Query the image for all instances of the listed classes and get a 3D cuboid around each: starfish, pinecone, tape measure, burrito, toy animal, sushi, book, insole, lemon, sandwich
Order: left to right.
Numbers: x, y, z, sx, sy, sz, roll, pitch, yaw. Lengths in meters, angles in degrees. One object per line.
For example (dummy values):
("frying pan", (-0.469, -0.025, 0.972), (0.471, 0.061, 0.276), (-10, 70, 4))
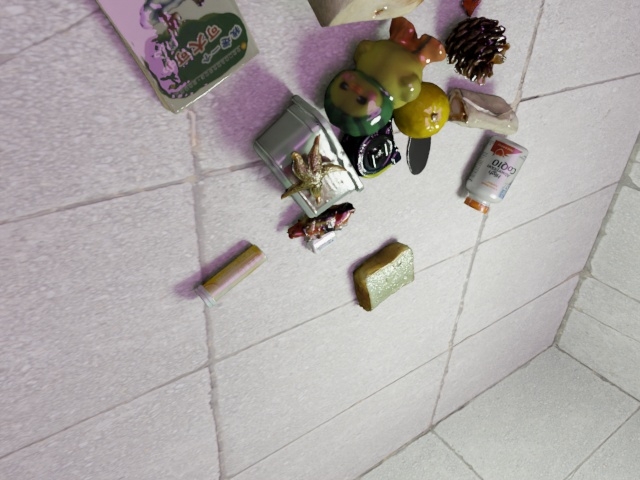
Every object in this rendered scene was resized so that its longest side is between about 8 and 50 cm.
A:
("book", (-0.301, -0.478, 1.011), (0.260, 0.043, 0.370), (-42, 137, -12))
("starfish", (-0.011, -0.170, 1.258), (0.176, 0.053, 0.208), (-20, 144, -23))
("sushi", (0.002, -0.055, 1.532), (0.226, 0.097, 0.103), (-20, 125, -11))
("tape measure", (0.151, -0.272, 1.502), (0.186, 0.112, 0.199), (-37, 135, -13))
("toy animal", (0.160, -0.422, 1.347), (0.338, 0.216, 0.191), (-47, 165, -2))
("sandwich", (0.249, 0.137, 1.888), (0.251, 0.087, 0.226), (-33, 134, -20))
("insole", (0.329, -0.369, 1.666), (0.119, 0.009, 0.348), (-34, 136, -21))
("lemon", (0.296, -0.390, 1.477), (0.170, 0.207, 0.169), (-4, 120, -7))
("pinecone", (0.484, -0.582, 1.509), (0.179, 0.204, 0.184), (15, 123, -42))
("burrito", (0.564, -0.446, 1.732), (0.300, 0.143, 0.105), (-1, 151, -36))

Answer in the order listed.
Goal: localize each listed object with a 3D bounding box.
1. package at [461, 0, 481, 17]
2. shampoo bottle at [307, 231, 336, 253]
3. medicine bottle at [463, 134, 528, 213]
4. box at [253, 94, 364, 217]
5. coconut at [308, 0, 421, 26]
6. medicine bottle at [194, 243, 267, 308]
("package", (0.478, -0.749, 1.518), (0.110, 0.033, 0.077), (-50, 164, 19))
("shampoo bottle", (0.000, 0.000, 1.605), (0.099, 0.043, 0.072), (-34, 134, -18))
("medicine bottle", (0.673, -0.252, 1.939), (0.157, 0.157, 0.288), (12, 109, -45))
("box", (-0.035, -0.210, 1.349), (0.182, 0.175, 0.312), (-40, 138, 0))
("coconut", (0.106, -0.633, 1.037), (0.416, 0.345, 0.414), (-23, 128, -32))
("medicine bottle", (-0.257, 0.100, 1.431), (0.218, 0.074, 0.073), (-40, 137, -16))
